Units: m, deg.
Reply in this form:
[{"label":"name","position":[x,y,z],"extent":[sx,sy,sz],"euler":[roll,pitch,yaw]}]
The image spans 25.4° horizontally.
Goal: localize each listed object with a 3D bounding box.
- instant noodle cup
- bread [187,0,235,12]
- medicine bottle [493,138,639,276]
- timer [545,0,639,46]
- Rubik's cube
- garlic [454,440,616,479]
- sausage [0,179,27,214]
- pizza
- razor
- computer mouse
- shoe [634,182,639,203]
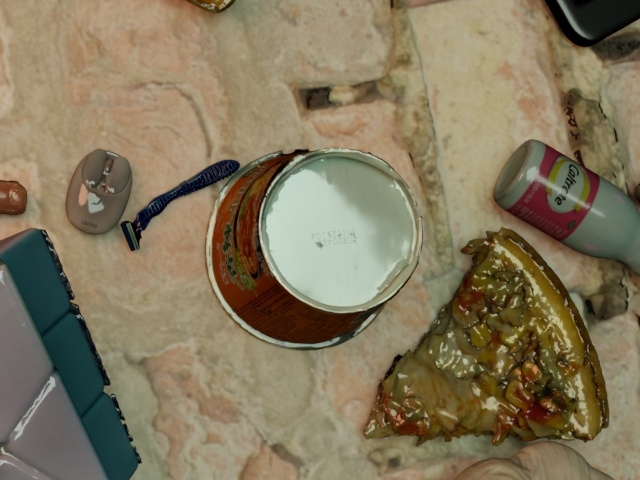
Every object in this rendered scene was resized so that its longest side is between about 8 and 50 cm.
[{"label":"instant noodle cup","position":[0.000,0.000,1.519],"extent":[0.230,0.182,0.230],"euler":[1,83,-13]},{"label":"bread","position":[-0.129,-0.377,1.585],"extent":[0.161,0.088,0.233],"euler":[25,81,-5]},{"label":"medicine bottle","position":[0.312,-0.030,1.645],"extent":[0.217,0.090,0.090],"euler":[29,77,-9]},{"label":"timer","position":[0.353,-0.331,1.710],"extent":[0.187,0.055,0.144],"euler":[-30,92,-15]},{"label":"Rubik's cube","position":[-0.369,0.190,1.326],"extent":[0.368,0.358,0.387],"euler":[-24,100,-14]},{"label":"garlic","position":[0.259,0.296,1.548],"extent":[0.229,0.178,0.142],"euler":[32,75,-12]},{"label":"sausage","position":[-0.390,-0.041,1.503],"extent":[0.158,0.036,0.042],"euler":[-7,77,-14]},{"label":"pizza","position":[0.186,0.112,1.609],"extent":[0.288,0.074,0.251],"euler":[-2,81,-16]},{"label":"razor","position":[-0.156,-0.049,1.565],"extent":[0.155,0.044,0.028],"euler":[-35,48,-18]},{"label":"computer mouse","position":[-0.239,-0.054,1.539],"extent":[0.066,0.039,0.096],"euler":[21,78,-11]},{"label":"shoe","position":[0.491,-0.136,1.689],"extent":[0.291,0.114,0.137],"euler":[-31,96,-18]}]
